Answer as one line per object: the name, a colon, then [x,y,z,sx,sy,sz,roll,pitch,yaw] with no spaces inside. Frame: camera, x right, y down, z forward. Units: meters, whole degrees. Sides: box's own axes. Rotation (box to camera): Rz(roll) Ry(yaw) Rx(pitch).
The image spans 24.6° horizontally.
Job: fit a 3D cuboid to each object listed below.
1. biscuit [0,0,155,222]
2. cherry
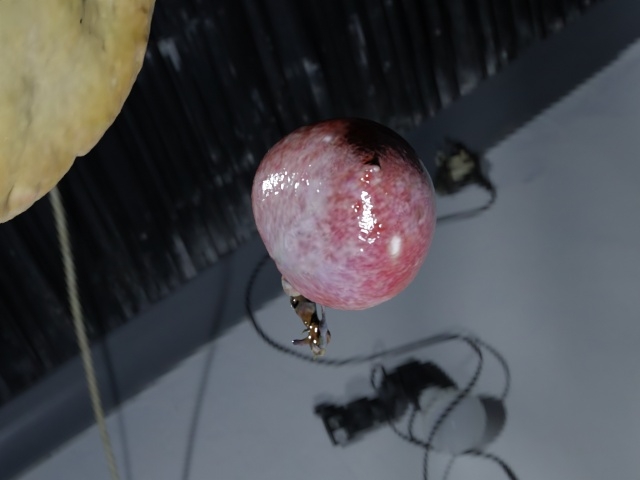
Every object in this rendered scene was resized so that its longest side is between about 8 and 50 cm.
biscuit: [-0.277,-0.212,1.056,0.104,0.446,0.429,14,21,36]
cherry: [0.000,0.000,0.839,0.107,0.225,0.090,45,62,3]
